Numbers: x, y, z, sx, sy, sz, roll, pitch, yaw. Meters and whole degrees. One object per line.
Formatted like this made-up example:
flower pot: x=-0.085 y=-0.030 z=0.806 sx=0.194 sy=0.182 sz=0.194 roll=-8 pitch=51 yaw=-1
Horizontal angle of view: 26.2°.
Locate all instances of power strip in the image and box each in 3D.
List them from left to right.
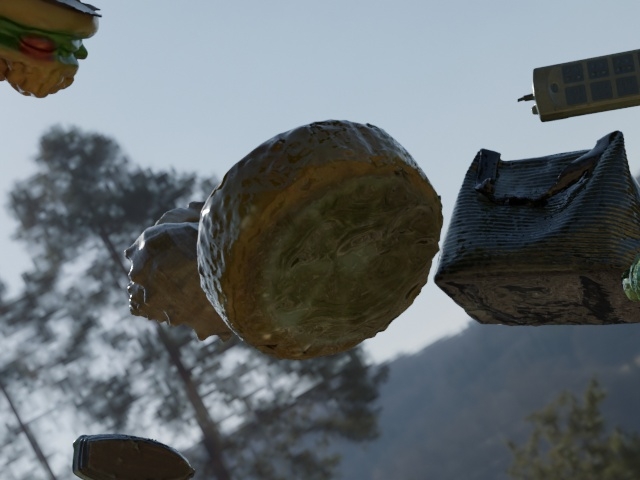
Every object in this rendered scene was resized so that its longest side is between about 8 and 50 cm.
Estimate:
power strip: x=0.387 y=-0.218 z=1.922 sx=0.227 sy=0.080 sz=0.029 roll=-10 pitch=-22 yaw=12

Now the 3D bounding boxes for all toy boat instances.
toy boat: x=-0.194 y=0.232 z=1.425 sx=0.140 sy=0.059 sz=0.066 roll=13 pitch=-18 yaw=-28

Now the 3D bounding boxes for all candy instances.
candy: x=0.000 y=0.000 z=1.377 sx=0.260 sy=0.118 sz=0.260 roll=-18 pitch=-50 yaw=-23

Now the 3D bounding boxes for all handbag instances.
handbag: x=0.346 y=-0.008 z=2.000 sx=0.341 sy=0.240 sz=0.247 roll=-6 pitch=-29 yaw=32

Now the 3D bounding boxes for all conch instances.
conch: x=-0.118 y=0.016 z=1.879 sx=0.324 sy=0.186 sz=0.263 roll=-18 pitch=33 yaw=6
conch: x=0.394 y=0.034 z=1.600 sx=0.095 sy=0.079 sz=0.201 roll=-32 pitch=-2 yaw=7

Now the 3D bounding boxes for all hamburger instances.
hamburger: x=-0.412 y=-0.275 z=1.798 sx=0.149 sy=0.237 sz=0.237 roll=-66 pitch=-19 yaw=11
